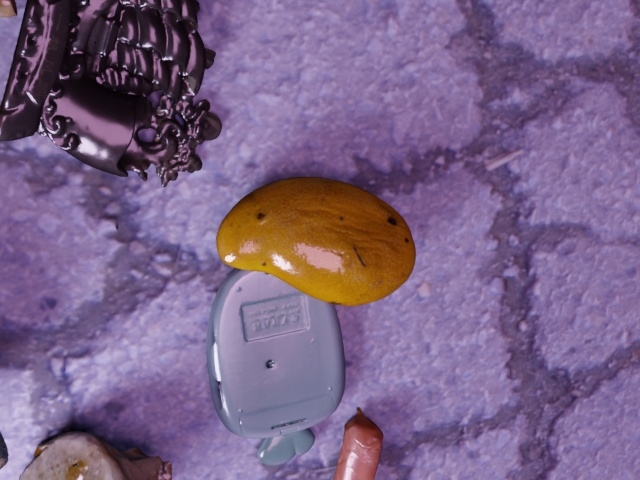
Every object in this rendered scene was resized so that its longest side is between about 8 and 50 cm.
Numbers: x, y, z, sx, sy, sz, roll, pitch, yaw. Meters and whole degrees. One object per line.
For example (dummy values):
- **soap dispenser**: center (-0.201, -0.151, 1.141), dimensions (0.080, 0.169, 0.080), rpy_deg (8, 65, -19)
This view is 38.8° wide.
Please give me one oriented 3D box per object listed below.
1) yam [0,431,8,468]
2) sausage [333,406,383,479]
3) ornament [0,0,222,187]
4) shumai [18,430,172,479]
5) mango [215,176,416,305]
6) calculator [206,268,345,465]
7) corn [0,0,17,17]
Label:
- **yam**: center (-0.521, 0.225, 0.981), dimensions (0.271, 0.201, 0.202), rpy_deg (-37, 134, -10)
- **sausage**: center (0.050, 0.322, 1.283), dimensions (0.065, 0.065, 0.169), rpy_deg (9, 103, -21)
- **ornament**: center (-0.216, -0.189, 1.025), dimensions (0.261, 0.106, 0.251), rpy_deg (10, 104, -27)
- **shumai**: center (-0.276, 0.327, 1.145), dimensions (0.120, 0.201, 0.201), rpy_deg (4, 109, -63)
- **mango**: center (0.003, -0.001, 1.131), dimensions (0.262, 0.109, 0.157), rpy_deg (9, 79, -26)
- **calculator**: center (-0.056, 0.165, 1.207), dimensions (0.186, 0.041, 0.298), rpy_deg (-10, 107, -16)
- **corn**: center (-0.472, -0.238, 0.906), dimensions (0.322, 0.119, 0.119), rpy_deg (-1, 106, -13)
